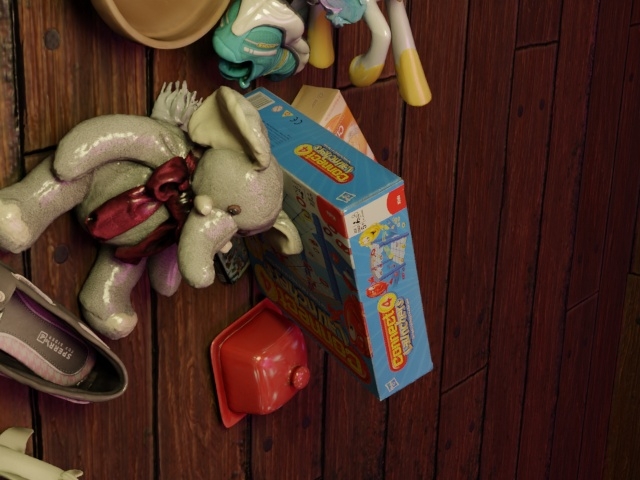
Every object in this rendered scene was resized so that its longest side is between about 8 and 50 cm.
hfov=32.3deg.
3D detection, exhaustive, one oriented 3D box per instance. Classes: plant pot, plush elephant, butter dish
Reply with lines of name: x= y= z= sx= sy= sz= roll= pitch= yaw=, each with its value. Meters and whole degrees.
plant pot: x=-0.198 y=-0.337 z=1.222 sx=0.237 sy=0.109 sz=0.237 roll=-26 pitch=123 yaw=-48
plush elephant: x=-0.156 y=-0.041 z=1.261 sx=0.330 sy=0.255 sz=0.272 roll=-57 pitch=142 yaw=-26
butter dish: x=-0.068 y=0.184 z=1.598 sx=0.160 sy=0.118 sz=0.160 roll=-36 pitch=129 yaw=-43

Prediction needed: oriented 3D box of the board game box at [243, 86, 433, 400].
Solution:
board game box: x=0.000 y=0.000 z=1.398 sx=0.086 sy=0.308 sz=0.302 roll=-29 pitch=130 yaw=-21

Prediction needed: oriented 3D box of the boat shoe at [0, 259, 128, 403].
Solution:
boat shoe: x=-0.329 y=0.094 z=1.203 sx=0.335 sy=0.095 sz=0.112 roll=43 pitch=68 yaw=-53

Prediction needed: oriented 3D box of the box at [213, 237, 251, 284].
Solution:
box: x=-0.126 y=-0.018 z=1.519 sx=0.094 sy=0.027 sz=0.137 roll=-54 pitch=141 yaw=-30

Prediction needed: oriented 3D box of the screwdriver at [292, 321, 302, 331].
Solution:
screwdriver: x=-0.005 y=0.100 z=1.756 sx=0.170 sy=0.025 sz=0.024 roll=-49 pitch=138 yaw=-47

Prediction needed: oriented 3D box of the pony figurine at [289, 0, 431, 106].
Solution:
pony figurine: x=0.037 y=-0.381 z=1.362 sx=0.303 sy=0.351 sz=0.363 roll=-24 pitch=147 yaw=-18

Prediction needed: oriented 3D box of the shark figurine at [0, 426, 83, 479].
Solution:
shark figurine: x=-0.309 y=0.306 z=1.228 sx=0.116 sy=0.278 sz=0.166 roll=-65 pitch=174 yaw=10

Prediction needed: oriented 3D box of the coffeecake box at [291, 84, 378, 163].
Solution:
coffeecake box: x=0.003 y=-0.114 z=1.636 sx=0.142 sy=0.068 sz=0.185 roll=-61 pitch=144 yaw=-22

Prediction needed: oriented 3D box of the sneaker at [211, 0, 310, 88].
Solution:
sneaker: x=-0.086 y=-0.246 z=1.383 sx=0.110 sy=0.107 sz=0.275 roll=-46 pitch=175 yaw=0
